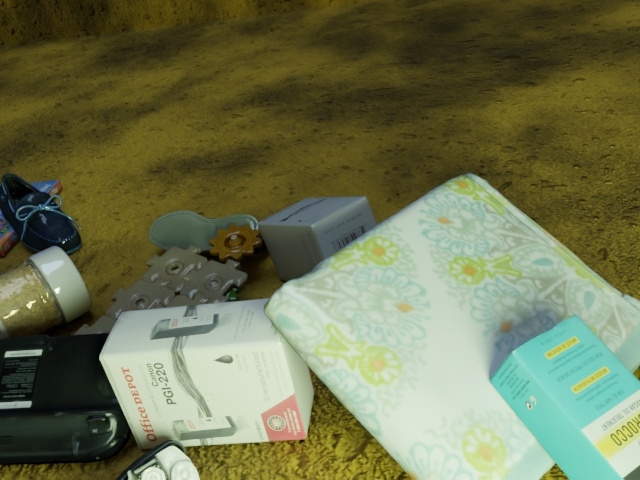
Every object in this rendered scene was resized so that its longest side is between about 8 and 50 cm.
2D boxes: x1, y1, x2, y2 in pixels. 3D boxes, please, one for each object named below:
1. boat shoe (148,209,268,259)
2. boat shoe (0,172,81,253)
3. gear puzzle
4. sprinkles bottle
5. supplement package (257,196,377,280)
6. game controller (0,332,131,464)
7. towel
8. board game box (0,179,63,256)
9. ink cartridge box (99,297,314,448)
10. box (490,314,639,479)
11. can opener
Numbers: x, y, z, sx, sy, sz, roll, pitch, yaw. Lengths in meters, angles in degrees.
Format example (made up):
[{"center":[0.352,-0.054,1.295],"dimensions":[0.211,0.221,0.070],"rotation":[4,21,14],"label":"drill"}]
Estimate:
[{"center":[-0.194,-0.003,1.233],"dimensions":[0.227,0.068,0.081],"rotation":[3,69,26],"label":"boat shoe"},{"center":[-0.566,-0.053,1.383],"dimensions":[0.258,0.089,0.109],"rotation":[26,38,29],"label":"boat shoe"},{"center":[-0.210,0.086,1.072],"dimensions":[0.175,0.044,0.339],"rotation":[18,50,28],"label":"gear puzzle"},{"center":[-0.531,0.137,1.058],"dimensions":[0.355,0.121,0.121],"rotation":[-30,36,-28],"label":"sprinkles bottle"},{"center":[0.000,0.000,1.076],"dimensions":[0.105,0.105,0.179],"rotation":[-29,16,-27],"label":"supplement package"},{"center":[-0.389,0.204,0.920],"dimensions":[0.319,0.067,0.166],"rotation":[-4,53,10],"label":"game controller"},{"center":[0.173,0.099,0.806],"dimensions":[0.374,0.090,0.320],"rotation":[-31,63,-35],"label":"towel"},{"center":[-0.670,-0.047,1.495],"dimensions":[0.145,0.027,0.281],"rotation":[-6,31,11],"label":"board game box"},{"center":[-0.130,0.161,0.850],"dimensions":[0.218,0.158,0.092],"rotation":[-5,31,11],"label":"ink cartridge box"},{"center":[0.278,0.192,0.654],"dimensions":[0.100,0.060,0.244],"rotation":[-21,58,-29],"label":"box"},{"center":[-0.252,0.315,0.745],"dimensions":[0.280,0.074,0.093],"rotation":[-28,1,-29],"label":"can opener"}]
